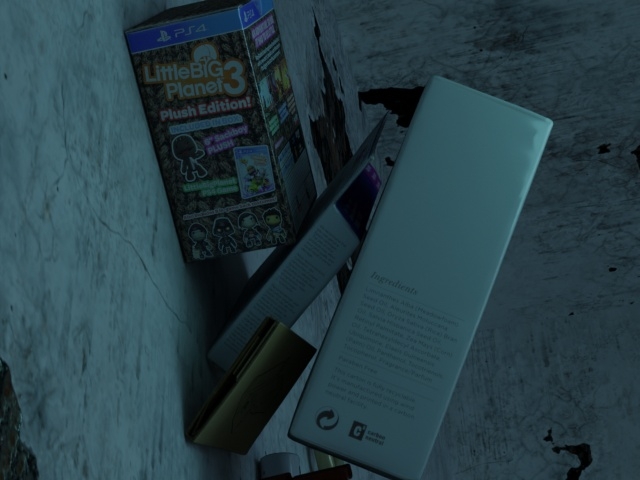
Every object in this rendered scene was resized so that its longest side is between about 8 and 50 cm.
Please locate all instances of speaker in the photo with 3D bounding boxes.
[{"bbox_3d":[-0.050,0.352,1.736,0.055,0.055,0.136,62,19,-60],"label":"speaker"}]

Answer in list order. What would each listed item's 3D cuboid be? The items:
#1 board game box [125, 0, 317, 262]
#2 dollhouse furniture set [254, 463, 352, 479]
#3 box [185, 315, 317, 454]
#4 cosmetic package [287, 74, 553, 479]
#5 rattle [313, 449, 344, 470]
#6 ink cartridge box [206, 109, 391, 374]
[{"bbox_3d":[-0.114,-0.150,1.648,0.232,0.141,0.291,-67,145,-73],"label":"board game box"},{"bbox_3d":[-0.007,0.476,1.549,0.201,0.152,0.374,-71,149,-71],"label":"dollhouse furniture set"},{"bbox_3d":[-0.077,0.176,1.560,0.164,0.021,0.201,-55,163,-4],"label":"box"},{"bbox_3d":[0.114,0.055,1.605,0.230,0.161,0.453,104,8,-81],"label":"cosmetic package"},{"bbox_3d":[0.061,0.369,2.125,0.130,0.142,0.200,135,-61,-80],"label":"rattle"},{"bbox_3d":[0.000,0.000,1.713,0.071,0.330,0.324,40,17,-5],"label":"ink cartridge box"}]
